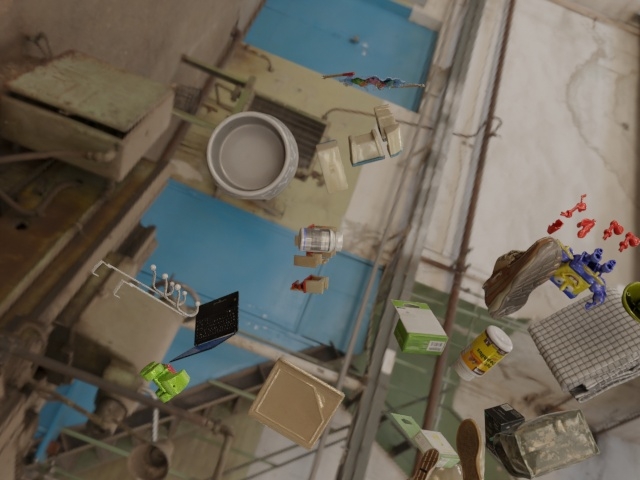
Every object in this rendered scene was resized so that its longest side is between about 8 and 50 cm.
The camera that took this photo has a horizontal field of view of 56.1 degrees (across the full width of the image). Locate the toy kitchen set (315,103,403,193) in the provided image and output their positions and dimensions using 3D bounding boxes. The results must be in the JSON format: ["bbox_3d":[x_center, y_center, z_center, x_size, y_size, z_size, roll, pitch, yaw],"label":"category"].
[{"bbox_3d":[0.096,-0.231,1.492,0.166,0.207,0.122,-100,175,-54],"label":"toy kitchen set"}]

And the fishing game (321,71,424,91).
[{"bbox_3d":[0.139,-0.430,1.658,0.189,0.264,0.041,14,-76,50],"label":"fishing game"}]

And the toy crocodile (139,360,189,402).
[{"bbox_3d":[-0.515,0.451,1.979,0.105,0.115,0.340,-38,-173,-22],"label":"toy crocodile"}]

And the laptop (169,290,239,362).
[{"bbox_3d":[-0.436,0.323,2.261,0.234,0.136,0.264,-21,-124,30],"label":"laptop"}]

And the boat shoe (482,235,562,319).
[{"bbox_3d":[0.492,0.082,1.527,0.324,0.123,0.116,111,-36,-52],"label":"boat shoe"}]

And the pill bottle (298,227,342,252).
[{"bbox_3d":[0.000,0.000,1.948,0.078,0.137,0.078,-177,-90,-80],"label":"pill bottle"}]

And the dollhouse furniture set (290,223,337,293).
[{"bbox_3d":[-0.040,0.068,2.307,0.262,0.135,0.259,-30,125,-71],"label":"dollhouse furniture set"}]

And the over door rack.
[{"bbox_3d":[-0.603,0.153,2.112,0.239,0.324,0.108,24,-91,49],"label":"over door rack"}]

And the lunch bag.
[{"bbox_3d":[0.707,0.654,1.928,0.287,0.235,0.169,90,-17,-72],"label":"lunch bag"}]

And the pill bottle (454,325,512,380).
[{"bbox_3d":[0.597,0.422,2.222,0.215,0.117,0.117,-51,-170,26],"label":"pill bottle"}]

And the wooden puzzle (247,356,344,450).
[{"bbox_3d":[-0.073,0.478,1.765,0.239,0.221,0.044,-61,178,21],"label":"wooden puzzle"}]

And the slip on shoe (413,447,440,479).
[{"bbox_3d":[0.341,0.719,1.913,0.041,0.051,0.135,9,104,-66],"label":"slip on shoe"}]

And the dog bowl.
[{"bbox_3d":[-0.259,-0.313,2.213,0.102,0.348,0.349,-12,124,-87],"label":"dog bowl"}]

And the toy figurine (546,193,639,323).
[{"bbox_3d":[0.706,0.082,1.571,0.191,0.362,0.217,-48,179,-26],"label":"toy figurine"}]

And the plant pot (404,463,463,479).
[{"bbox_3d":[0.435,0.989,2.263,0.284,0.284,0.191,114,-37,-50],"label":"plant pot"}]

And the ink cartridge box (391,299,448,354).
[{"bbox_3d":[0.412,0.372,2.602,0.255,0.188,0.097,-112,-146,-58],"label":"ink cartridge box"}]

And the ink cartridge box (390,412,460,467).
[{"bbox_3d":[0.370,0.687,2.108,0.056,0.235,0.171,-48,142,11],"label":"ink cartridge box"}]

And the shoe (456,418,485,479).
[{"bbox_3d":[0.453,0.638,1.803,0.058,0.076,0.219,-7,94,-60],"label":"shoe"}]

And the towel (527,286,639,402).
[{"bbox_3d":[0.752,0.288,1.645,0.283,0.121,0.235,-31,-142,10],"label":"towel"}]

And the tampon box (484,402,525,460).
[{"bbox_3d":[0.674,0.702,2.194,0.120,0.101,0.161,-142,-137,-69],"label":"tampon box"}]
